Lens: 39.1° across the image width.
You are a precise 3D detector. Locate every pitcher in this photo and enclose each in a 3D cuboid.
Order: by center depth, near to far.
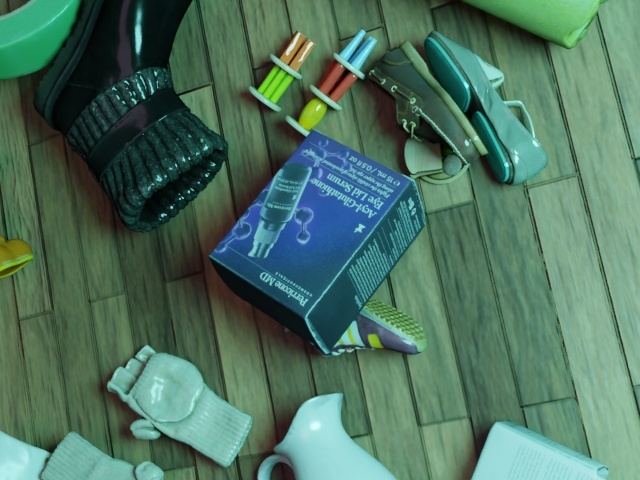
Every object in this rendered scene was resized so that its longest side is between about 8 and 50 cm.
[{"bbox_3d":[0.014,0.314,1.068,0.178,0.125,0.207,-51,58,31],"label":"pitcher"}]

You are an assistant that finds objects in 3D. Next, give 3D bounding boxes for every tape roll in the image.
[{"bbox_3d":[-0.455,-0.384,1.271,0.321,0.077,0.322,-3,70,7],"label":"tape roll"}]

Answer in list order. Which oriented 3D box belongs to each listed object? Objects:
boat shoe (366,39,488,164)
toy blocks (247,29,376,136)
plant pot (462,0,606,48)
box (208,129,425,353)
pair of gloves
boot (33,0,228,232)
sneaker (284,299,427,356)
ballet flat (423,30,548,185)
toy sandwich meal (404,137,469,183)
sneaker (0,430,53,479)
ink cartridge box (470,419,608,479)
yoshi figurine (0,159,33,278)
[{"bbox_3d":[0.122,-0.152,1.062,0.073,0.073,0.207,-34,47,6],"label":"boat shoe"},{"bbox_3d":[-0.007,-0.219,1.149,0.123,0.054,0.148,41,100,19],"label":"toy blocks"},{"bbox_3d":[0.220,-0.350,0.981,0.253,0.276,0.276,36,98,9],"label":"plant pot"},{"bbox_3d":[0.000,0.000,1.054,0.153,0.108,0.207,29,72,27],"label":"box"},{"bbox_3d":[-0.228,0.267,1.168,0.204,0.042,0.240,35,81,21],"label":"pair of gloves"},{"bbox_3d":[-0.209,-0.211,1.181,0.260,0.131,0.348,45,112,26],"label":"boot"},{"bbox_3d":[0.041,0.112,1.099,0.185,0.069,0.084,24,102,28],"label":"sneaker"},{"bbox_3d":[0.198,-0.164,1.067,0.068,0.072,0.213,-25,76,-11],"label":"ballet flat"},{"bbox_3d":[0.141,-0.108,1.094,0.085,0.029,0.086,-2,84,21],"label":"toy sandwich meal"},{"bbox_3d":[-0.378,0.374,1.208,0.292,0.169,0.108,42,145,-11],"label":"sneaker"},{"bbox_3d":[0.251,0.369,0.971,0.238,0.060,0.275,22,93,31],"label":"ink cartridge box"},{"bbox_3d":[-0.581,-0.072,1.307,0.362,0.203,0.203,51,145,-3],"label":"yoshi figurine"}]
